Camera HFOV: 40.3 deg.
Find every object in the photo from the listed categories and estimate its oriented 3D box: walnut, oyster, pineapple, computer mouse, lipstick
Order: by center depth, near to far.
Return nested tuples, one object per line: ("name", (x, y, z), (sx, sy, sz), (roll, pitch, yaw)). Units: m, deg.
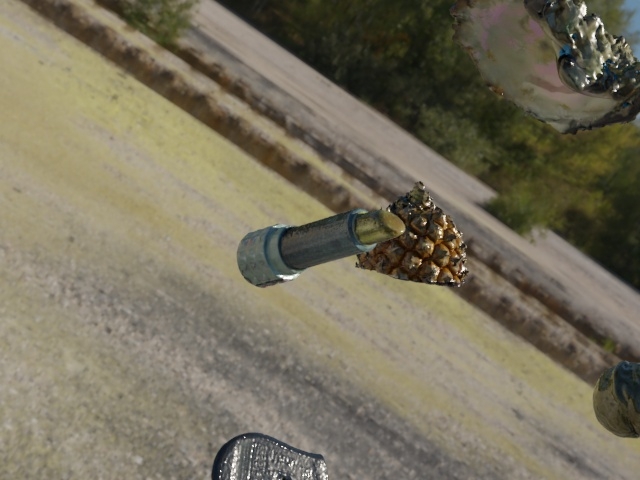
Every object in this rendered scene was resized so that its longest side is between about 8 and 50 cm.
("lipstick", (0.000, 0.000, 0.499), (0.037, 0.037, 0.116), (27, -30, -36))
("walnut", (0.335, 0.171, 0.932), (0.092, 0.092, 0.092), (34, 12, -8))
("oyster", (0.269, -0.219, 1.025), (0.259, 0.092, 0.198), (38, -15, 28))
("pineapple", (0.137, -0.016, 1.239), (0.161, 0.137, 0.176), (8, 6, 3))
("computer mouse", (-0.085, 0.410, 1.460), (0.264, 0.088, 0.147), (26, 58, -28))
